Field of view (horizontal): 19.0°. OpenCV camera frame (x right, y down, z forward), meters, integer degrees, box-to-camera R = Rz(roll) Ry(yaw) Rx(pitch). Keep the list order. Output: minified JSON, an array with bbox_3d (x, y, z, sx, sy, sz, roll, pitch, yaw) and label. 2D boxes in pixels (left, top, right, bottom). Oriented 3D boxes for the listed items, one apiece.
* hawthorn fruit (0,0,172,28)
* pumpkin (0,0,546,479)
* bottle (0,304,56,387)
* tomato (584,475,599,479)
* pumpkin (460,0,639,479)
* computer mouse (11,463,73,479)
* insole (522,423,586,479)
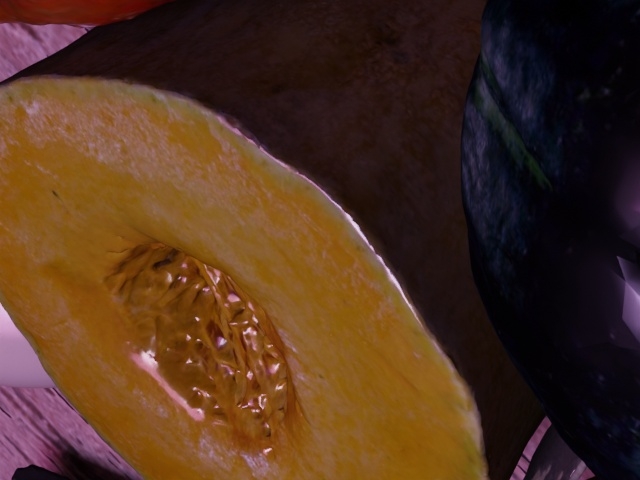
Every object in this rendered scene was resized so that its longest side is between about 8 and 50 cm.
[{"bbox_3d":[-0.124,-0.216,0.868,0.262,0.258,0.258,-17,112,13],"label":"hawthorn fruit"},{"bbox_3d":[0.000,0.000,0.969,0.332,0.199,0.332,32,147,25],"label":"pumpkin"},{"bbox_3d":[-0.153,0.033,1.180,0.236,0.147,0.147,19,133,24],"label":"bottle"},{"bbox_3d":[0.185,0.225,0.923,0.270,0.227,0.270,9,131,11],"label":"tomato"},{"bbox_3d":[0.196,-0.034,0.652,0.238,0.315,0.315,-119,19,-52],"label":"pumpkin"},{"bbox_3d":[-0.112,0.262,1.371,0.295,0.087,0.168,35,148,39],"label":"computer mouse"},{"bbox_3d":[0.150,0.030,0.855,0.011,0.081,0.248,24,110,-9],"label":"insole"}]
